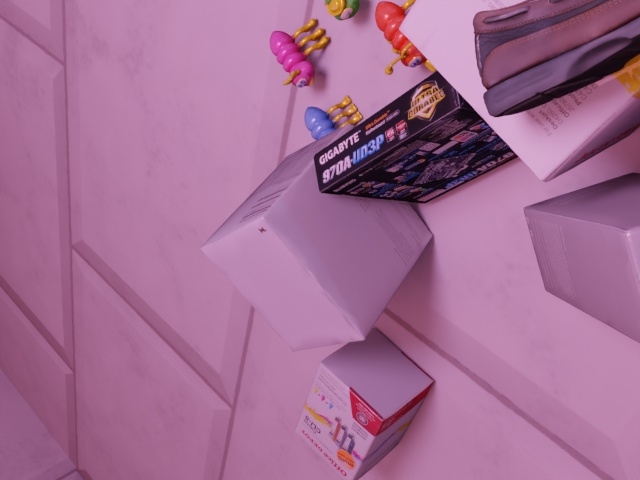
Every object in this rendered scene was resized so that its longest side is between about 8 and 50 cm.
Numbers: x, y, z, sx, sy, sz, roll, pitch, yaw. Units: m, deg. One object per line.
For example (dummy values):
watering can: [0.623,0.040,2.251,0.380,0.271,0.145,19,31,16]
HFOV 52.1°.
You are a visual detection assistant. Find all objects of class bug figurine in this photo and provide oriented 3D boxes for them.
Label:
bug figurine: [0.025,-0.233,0.846,0.216,0.072,0.279,54,138,12]

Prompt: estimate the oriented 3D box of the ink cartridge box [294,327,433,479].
ink cartridge box: [0.062,0.253,0.998,0.128,0.127,0.176,39,133,26]

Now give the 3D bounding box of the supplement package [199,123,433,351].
supplement package: [0.000,0.000,0.844,0.149,0.203,0.194,-20,114,49]

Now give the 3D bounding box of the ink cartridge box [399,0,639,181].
ink cartridge box: [0.245,-0.221,0.530,0.197,0.198,0.270,51,136,15]

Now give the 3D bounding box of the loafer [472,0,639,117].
loafer: [0.198,-0.159,0.394,0.268,0.096,0.084,-22,87,50]

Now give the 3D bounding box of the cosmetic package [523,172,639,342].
cosmetic package: [0.279,0.006,0.566,0.127,0.238,0.107,-17,100,4]

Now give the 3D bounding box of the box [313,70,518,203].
box: [0.125,-0.105,0.724,0.220,0.175,0.051,-28,66,49]
